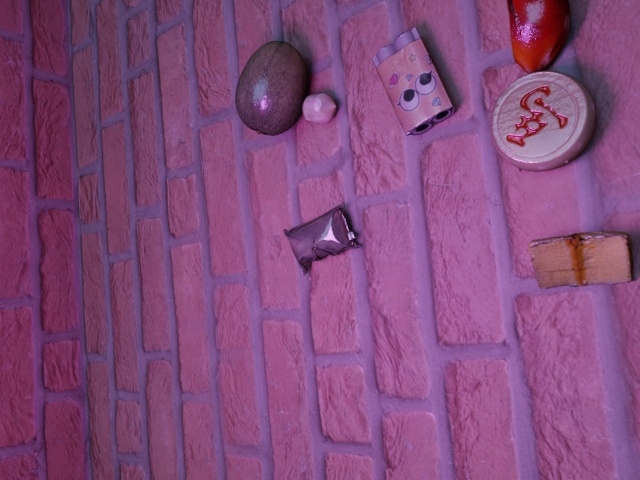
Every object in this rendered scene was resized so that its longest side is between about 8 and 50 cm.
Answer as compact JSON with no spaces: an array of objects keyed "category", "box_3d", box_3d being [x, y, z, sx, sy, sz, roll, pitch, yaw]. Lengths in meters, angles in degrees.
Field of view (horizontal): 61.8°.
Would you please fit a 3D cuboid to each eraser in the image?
[{"category":"eraser","box_3d":[0.288,-0.487,1.659,0.171,0.087,0.290,-28,74,29]}]

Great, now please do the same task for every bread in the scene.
[{"category":"bread","box_3d":[0.644,0.050,1.342,0.240,0.178,0.135,-7,83,32]}]

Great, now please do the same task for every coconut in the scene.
[{"category":"coconut","box_3d":[0.005,-0.455,1.848,0.124,0.110,0.110,11,95,37]}]

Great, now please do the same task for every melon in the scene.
[{"category":"melon","box_3d":[-0.168,-0.530,1.876,0.249,0.249,0.329,17,94,34]}]

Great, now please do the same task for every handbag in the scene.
[{"category":"handbag","box_3d":[0.000,0.000,1.828,0.270,0.117,0.182,-24,84,31]}]

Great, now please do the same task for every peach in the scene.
[{"category":"peach","box_3d":[0.577,-0.587,1.424,0.159,0.154,0.267,-4,85,33]}]

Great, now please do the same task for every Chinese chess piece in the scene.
[{"category":"Chinese chess piece","box_3d":[0.592,-0.318,1.436,0.273,0.102,0.273,-1,88,35]}]
